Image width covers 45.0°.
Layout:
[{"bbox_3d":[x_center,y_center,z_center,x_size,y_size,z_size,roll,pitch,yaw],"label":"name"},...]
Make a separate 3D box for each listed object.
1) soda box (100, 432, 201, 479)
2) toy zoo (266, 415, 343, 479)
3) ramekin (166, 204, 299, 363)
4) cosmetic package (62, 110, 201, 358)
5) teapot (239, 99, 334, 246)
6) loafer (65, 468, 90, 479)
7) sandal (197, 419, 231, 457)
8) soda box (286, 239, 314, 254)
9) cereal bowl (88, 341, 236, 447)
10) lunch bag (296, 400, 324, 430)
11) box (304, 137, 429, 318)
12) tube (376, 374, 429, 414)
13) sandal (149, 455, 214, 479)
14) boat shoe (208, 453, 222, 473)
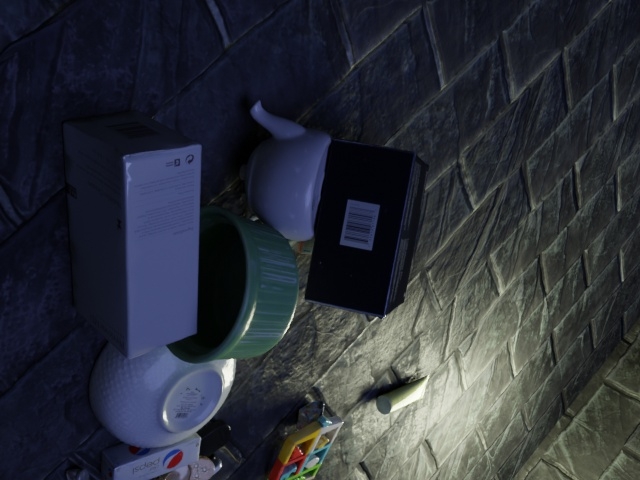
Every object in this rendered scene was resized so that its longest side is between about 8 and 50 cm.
[{"bbox_3d":[-0.381,0.485,1.741,0.216,0.069,0.074,-11,121,-38],"label":"soda box"},{"bbox_3d":[-0.045,0.592,2.156,0.192,0.030,0.293,-11,134,-43],"label":"toy zoo"},{"bbox_3d":[-0.182,0.092,1.516,0.148,0.303,0.303,12,104,-44],"label":"ramekin"},{"bbox_3d":[-0.334,-0.013,1.375,0.156,0.217,0.385,-17,123,-40],"label":"cosmetic package"},{"bbox_3d":[-0.079,-0.120,1.611,0.252,0.187,0.256,60,42,-73],"label":"teapot"},{"bbox_3d":[-0.517,0.534,1.667,0.045,0.039,0.125,-67,161,-50],"label":"loafer"},{"bbox_3d":[-0.316,0.529,1.857,0.254,0.054,0.097,-37,136,-25],"label":"sandal"},{"bbox_3d":[0.000,0.000,1.856,0.183,0.063,0.058,7,106,-48],"label":"soda box"},{"bbox_3d":[-0.311,0.306,1.657,0.339,0.141,0.339,-27,131,-35],"label":"cereal bowl"},{"bbox_3d":[-0.021,0.492,2.154,0.083,0.053,0.071,-21,132,-46],"label":"lunch bag"},{"bbox_3d":[0.110,-0.026,1.694,0.312,0.179,0.343,0,100,-76],"label":"box"},{"bbox_3d":[0.272,0.495,2.467,0.070,0.062,0.240,-34,164,38],"label":"tube"},{"bbox_3d":[-0.352,0.552,1.763,0.240,0.079,0.088,-11,94,-24],"label":"sandal"},{"bbox_3d":[-0.308,0.584,1.914,0.142,0.049,0.040,-38,118,-26],"label":"boat shoe"}]
